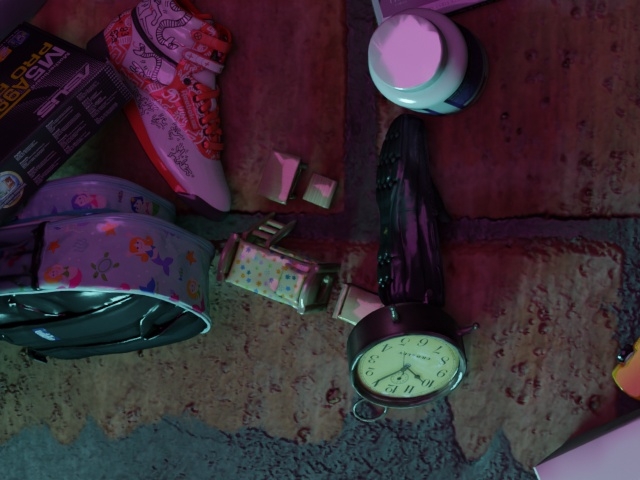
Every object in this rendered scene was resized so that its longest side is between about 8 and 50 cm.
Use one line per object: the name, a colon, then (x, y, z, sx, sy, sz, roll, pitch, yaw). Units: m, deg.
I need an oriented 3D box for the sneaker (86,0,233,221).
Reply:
sneaker: (-0.147, -0.165, 2.002, 0.145, 0.090, 0.270, -37, 78, 15)

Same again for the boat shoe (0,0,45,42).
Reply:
boat shoe: (-0.355, -0.339, 2.071, 0.084, 0.095, 0.258, 42, 90, 16)

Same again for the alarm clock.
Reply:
alarm clock: (0.086, 0.137, 1.927, 0.129, 0.064, 0.192, 14, 129, -20)

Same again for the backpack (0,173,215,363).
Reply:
backpack: (-0.244, 0.035, 1.946, 0.253, 0.225, 0.191, -4, 70, 33)

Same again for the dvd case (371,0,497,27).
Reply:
dvd case: (0.122, -0.370, 1.957, 0.179, 0.029, 0.238, -16, 85, 16)

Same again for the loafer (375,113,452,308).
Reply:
loafer: (0.107, -0.030, 1.944, 0.078, 0.076, 0.223, 2, 86, -19)

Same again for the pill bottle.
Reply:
pill bottle: (0.113, -0.193, 1.873, 0.108, 0.193, 0.108, 0, 90, 16)

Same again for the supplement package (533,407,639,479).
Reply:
supplement package: (0.340, 0.279, 1.801, 0.149, 0.203, 0.194, -27, 82, 14)

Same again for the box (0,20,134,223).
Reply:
box: (-0.370, -0.120, 1.974, 0.270, 0.060, 0.216, -45, 38, -13)

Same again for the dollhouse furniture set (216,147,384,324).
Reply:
dollhouse furniture set: (0.000, 0.000, 1.952, 0.182, 0.101, 0.161, 20, 95, 15)

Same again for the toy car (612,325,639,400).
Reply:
toy car: (0.406, 0.038, 1.861, 0.239, 0.053, 0.225, -19, 84, 15)
